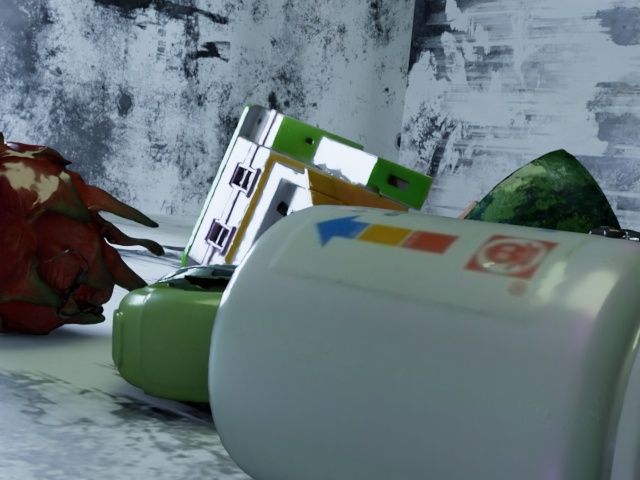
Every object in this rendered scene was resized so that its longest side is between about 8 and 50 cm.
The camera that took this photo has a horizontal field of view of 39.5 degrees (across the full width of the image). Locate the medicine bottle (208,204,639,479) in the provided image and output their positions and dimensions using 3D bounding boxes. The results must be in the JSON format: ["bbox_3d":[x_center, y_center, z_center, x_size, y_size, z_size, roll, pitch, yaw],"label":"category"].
[{"bbox_3d":[0.099,0.076,0.439,0.292,0.170,0.170,8,5,37],"label":"medicine bottle"}]

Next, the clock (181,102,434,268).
[{"bbox_3d":[0.000,0.000,1.011,0.166,0.235,0.309,21,5,-35],"label":"clock"}]

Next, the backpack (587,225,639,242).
[{"bbox_3d":[0.462,0.071,1.230,0.229,0.139,0.229,24,4,-2],"label":"backpack"}]

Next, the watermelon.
[{"bbox_3d":[0.336,0.055,1.436,0.283,0.293,0.250,-21,55,-17],"label":"watermelon"}]

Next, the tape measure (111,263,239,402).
[{"bbox_3d":[-0.073,0.071,0.702,0.199,0.106,0.175,5,1,13],"label":"tape measure"}]

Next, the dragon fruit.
[{"bbox_3d":[-0.288,0.002,0.876,0.274,0.192,0.193,40,34,-22],"label":"dragon fruit"}]
